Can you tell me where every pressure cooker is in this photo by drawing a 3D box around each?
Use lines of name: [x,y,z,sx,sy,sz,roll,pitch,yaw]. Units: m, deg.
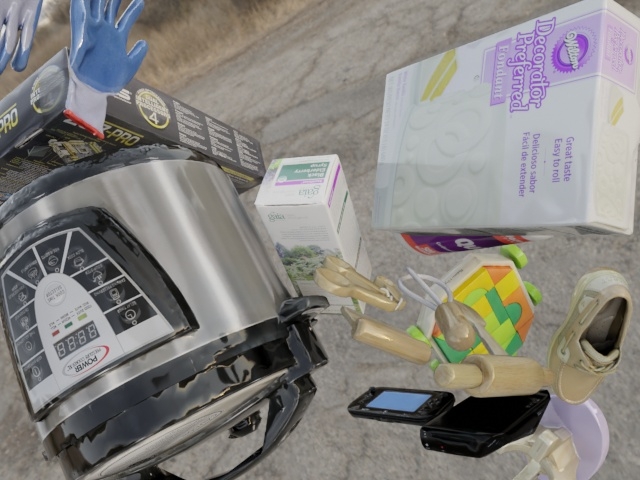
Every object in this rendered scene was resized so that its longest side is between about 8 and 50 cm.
pressure cooker: [-0.207,0.126,0.734,0.376,0.420,0.370,-19,-17,-35]

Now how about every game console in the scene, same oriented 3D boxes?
game console: [0.192,0.295,0.925,0.362,0.043,0.213,-11,-2,44]

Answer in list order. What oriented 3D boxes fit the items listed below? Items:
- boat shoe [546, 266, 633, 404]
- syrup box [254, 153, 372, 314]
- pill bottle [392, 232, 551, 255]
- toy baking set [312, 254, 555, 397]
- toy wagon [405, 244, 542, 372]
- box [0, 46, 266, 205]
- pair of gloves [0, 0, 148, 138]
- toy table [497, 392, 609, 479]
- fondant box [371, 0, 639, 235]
boat shoe: [0.499,0.199,0.995,0.109,0.302,0.098,7,28,5]
syrup box: [0.000,0.000,0.749,0.093,0.236,0.096,-2,46,19]
pill bottle: [0.263,-0.078,0.848,0.323,0.181,0.181,-12,35,54]
toy baking set: [0.105,0.066,0.466,0.197,0.256,0.030,43,111,47]
toy wagon: [0.328,0.175,1.073,0.267,0.344,0.068,-40,34,-5]
box: [-0.328,-0.115,0.868,0.319,0.395,0.097,-22,71,27]
pair of gloves: [-0.225,-0.190,0.461,0.023,0.198,0.159,5,77,24]
toy table: [0.493,0.469,1.182,0.161,0.274,0.252,-19,33,-32]
fondant box: [0.214,-0.128,0.682,0.330,0.096,0.238,0,83,54]
